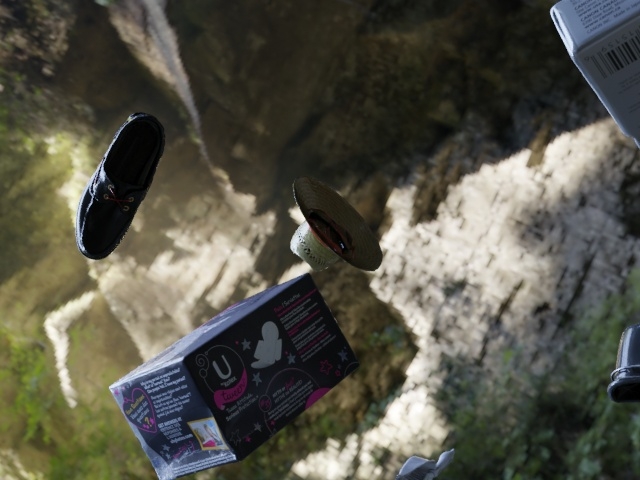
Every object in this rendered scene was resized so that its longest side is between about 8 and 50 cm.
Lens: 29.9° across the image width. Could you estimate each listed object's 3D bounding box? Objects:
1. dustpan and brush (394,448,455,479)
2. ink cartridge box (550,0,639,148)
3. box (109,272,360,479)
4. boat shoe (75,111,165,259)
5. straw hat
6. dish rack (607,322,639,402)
[{"bbox_3d":[0.182,0.424,2.137,0.211,0.060,0.147,-46,-26,-54],"label":"dustpan and brush"},{"bbox_3d":[0.355,-0.168,0.946,0.275,0.060,0.239,-30,-40,18],"label":"ink cartridge box"},{"bbox_3d":[-0.103,0.163,1.465,0.247,0.163,0.142,-32,-84,-47],"label":"box"},{"bbox_3d":[-0.170,-0.046,1.006,0.049,0.042,0.133,25,-92,-12],"label":"boat shoe"},{"bbox_3d":[0.000,0.000,1.334,0.061,0.144,0.144,-45,-28,22],"label":"straw hat"},{"bbox_3d":[0.385,0.149,1.068,0.271,0.208,0.074,53,-139,-50],"label":"dish rack"}]
